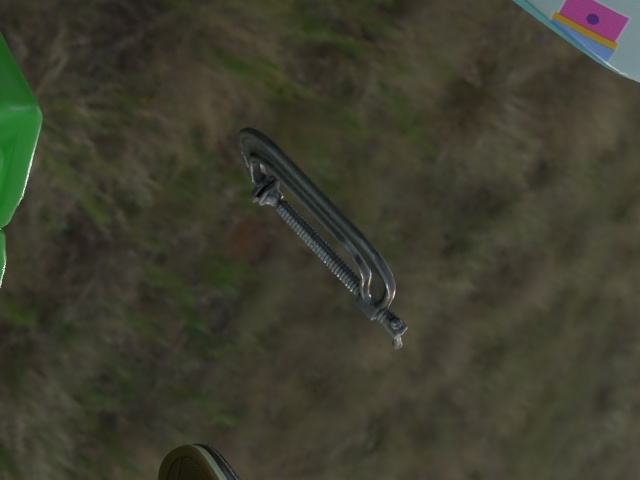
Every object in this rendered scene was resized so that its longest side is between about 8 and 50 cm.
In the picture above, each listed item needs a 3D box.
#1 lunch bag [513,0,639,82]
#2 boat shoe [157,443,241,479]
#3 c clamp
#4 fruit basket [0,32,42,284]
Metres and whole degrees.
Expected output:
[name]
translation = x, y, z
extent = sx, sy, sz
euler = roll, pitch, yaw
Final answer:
[lunch bag]
translation = 0.151, -0.210, 0.804
extent = 0.108, 0.224, 0.279
euler = -51, -177, 42
[boat shoe]
translation = -0.037, 0.177, 0.881
extent = 0.056, 0.152, 0.049
euler = -28, 174, 36
[c clamp]
translation = 0.000, 0.000, 1.034
extent = 0.022, 0.161, 0.137
euler = -40, 172, -12
[fruit basket]
translation = -0.343, -0.019, 0.805
extent = 0.283, 0.392, 0.392
euler = -9, 130, -44
